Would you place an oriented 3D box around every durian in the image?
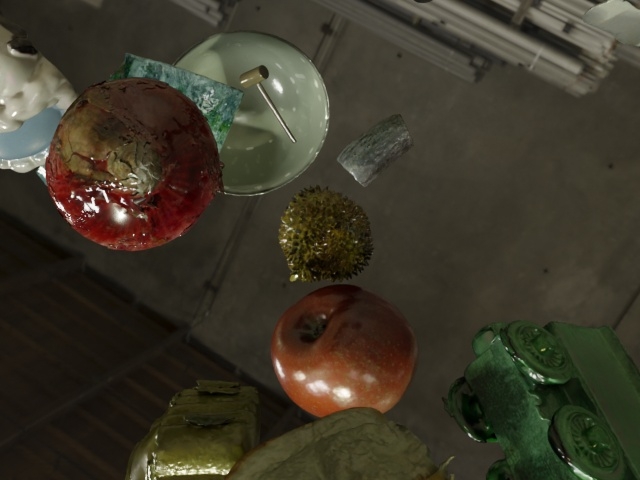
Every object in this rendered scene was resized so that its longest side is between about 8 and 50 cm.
[{"bbox_3d":[0.010,-0.005,1.916,0.258,0.293,0.258,-3,-135,3],"label":"durian"}]

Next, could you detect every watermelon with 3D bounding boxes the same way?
[{"bbox_3d":[-0.273,-0.167,1.146,0.228,0.387,0.258,28,-138,-20],"label":"watermelon"}]

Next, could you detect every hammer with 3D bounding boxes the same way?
[{"bbox_3d":[-0.061,-0.171,0.948,0.110,0.035,0.019,58,-140,-21],"label":"hammer"}]

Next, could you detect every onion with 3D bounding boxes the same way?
[{"bbox_3d":[-0.180,-0.075,0.741,0.183,0.184,0.147,17,-179,-26],"label":"onion"}]

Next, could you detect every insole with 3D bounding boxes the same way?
[{"bbox_3d":[0.391,-0.270,0.921,0.197,0.065,0.004,1,-109,-39],"label":"insole"}]

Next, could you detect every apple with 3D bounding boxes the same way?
[{"bbox_3d":[0.055,0.267,1.778,0.277,0.348,0.348,49,-177,-35],"label":"apple"}]

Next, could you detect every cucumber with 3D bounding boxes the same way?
[{"bbox_3d":[0.082,-0.131,1.049,0.064,0.112,0.064,49,-172,-9],"label":"cucumber"}]

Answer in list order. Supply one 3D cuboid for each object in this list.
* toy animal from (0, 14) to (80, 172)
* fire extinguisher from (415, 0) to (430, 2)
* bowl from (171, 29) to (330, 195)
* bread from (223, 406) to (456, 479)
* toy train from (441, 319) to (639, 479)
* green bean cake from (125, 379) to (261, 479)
[{"bbox_3d":[-0.410,-0.188,0.912,0.208,0.156,0.204,40,172,10],"label":"toy animal"},{"bbox_3d":[0.125,-0.301,0.776,0.062,0.050,0.177,59,176,-4],"label":"fire extinguisher"},{"bbox_3d":[-0.156,-0.273,1.478,0.337,0.337,0.158,20,-155,-20],"label":"bowl"},{"bbox_3d":[0.018,0.349,0.869,0.250,0.279,0.225,-23,-147,-24],"label":"bread"},{"bbox_3d":[0.261,0.202,0.786,0.201,0.145,0.266,13,-142,-27],"label":"toy train"},{"bbox_3d":[-0.198,0.397,1.177,0.202,0.310,0.285,2,-177,-2],"label":"green bean cake"}]
